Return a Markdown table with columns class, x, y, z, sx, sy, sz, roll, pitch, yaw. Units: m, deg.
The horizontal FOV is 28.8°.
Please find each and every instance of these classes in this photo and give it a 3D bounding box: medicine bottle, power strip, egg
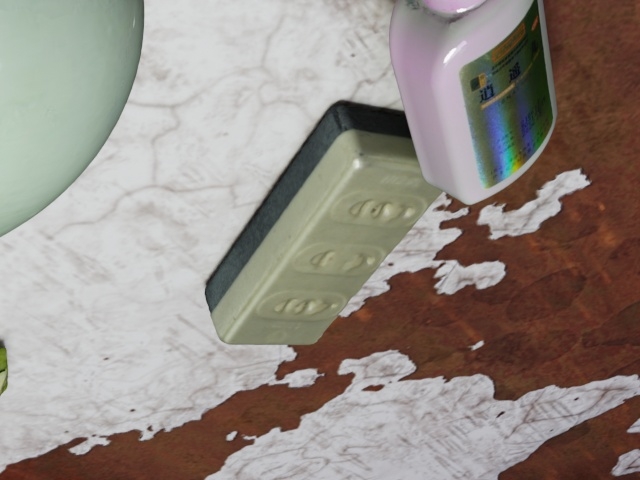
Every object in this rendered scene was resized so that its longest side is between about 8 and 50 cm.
| class | x | y | z | sx | sy | sz | roll | pitch | yaw |
| --- | --- | --- | --- | --- | --- | --- | --- | --- | --- |
| medicine bottle | 0.106 | -0.132 | 0.871 | 0.115 | 0.078 | 0.219 | -44 | 144 | -18 |
| power strip | 0.000 | 0.000 | 1.036 | 0.105 | 0.070 | 0.257 | 5 | 140 | -34 |
| egg | -0.210 | -0.097 | 0.565 | 0.230 | 0.230 | 0.371 | 10 | 176 | -38 |

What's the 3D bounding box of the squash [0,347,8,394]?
| class | x | y | z | sx | sy | sz | roll | pitch | yaw |
| --- | --- | --- | --- | --- | --- | --- | --- | --- | --- |
| squash | -0.359 | 0.144 | 1.043 | 0.200 | 0.075 | 0.090 | -9 | 171 | -15 |
